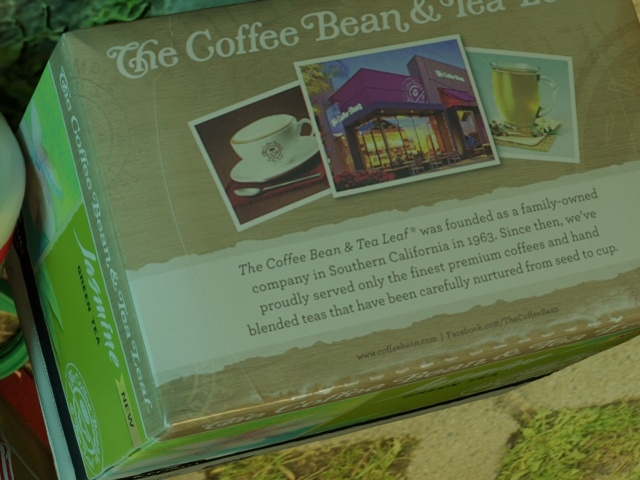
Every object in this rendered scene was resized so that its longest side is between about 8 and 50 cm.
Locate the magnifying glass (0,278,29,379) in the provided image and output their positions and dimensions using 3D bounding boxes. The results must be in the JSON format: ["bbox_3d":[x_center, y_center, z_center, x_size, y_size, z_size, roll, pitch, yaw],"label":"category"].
[{"bbox_3d":[-0.247,0.031,1.188,0.092,0.026,0.231,-18,144,-12],"label":"magnifying glass"}]

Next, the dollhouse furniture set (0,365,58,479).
[{"bbox_3d":[-0.198,0.295,1.340,0.152,0.201,0.374,-28,131,2],"label":"dollhouse furniture set"}]

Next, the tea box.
[{"bbox_3d":[0.000,0.000,1.041,0.329,0.220,0.323,-12,169,-19],"label":"tea box"}]

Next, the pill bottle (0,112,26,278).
[{"bbox_3d":[-0.294,0.052,1.049,0.176,0.176,0.318,-4,140,-29],"label":"pill bottle"}]
